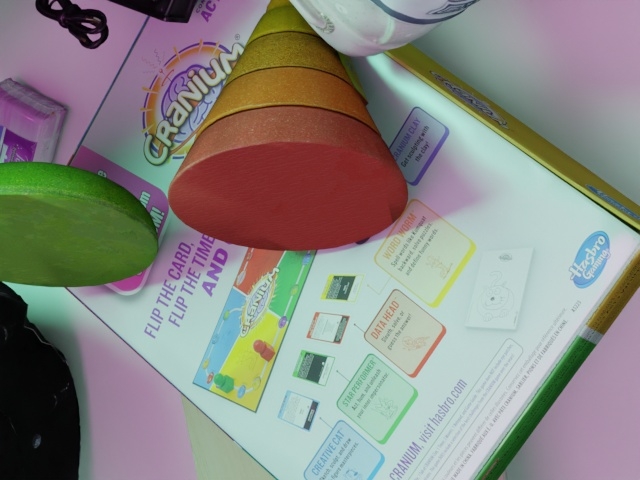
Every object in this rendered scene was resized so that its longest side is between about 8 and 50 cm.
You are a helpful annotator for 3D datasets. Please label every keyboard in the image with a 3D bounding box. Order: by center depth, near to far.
[{"bbox_3d":[-0.130,-0.169,0.740,0.180,0.023,0.108,26,93,41],"label":"keyboard"}]

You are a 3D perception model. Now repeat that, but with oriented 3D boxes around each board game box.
[{"bbox_3d":[0.000,0.000,0.712,0.316,0.064,0.242,39,109,20],"label":"board game box"}]

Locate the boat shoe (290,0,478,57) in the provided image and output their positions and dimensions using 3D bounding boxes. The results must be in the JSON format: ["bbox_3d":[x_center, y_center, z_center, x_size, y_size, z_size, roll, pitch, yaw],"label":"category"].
[{"bbox_3d":[-0.061,-0.244,0.609,0.367,0.136,0.156,50,148,-7],"label":"boat shoe"}]

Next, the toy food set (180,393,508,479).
[{"bbox_3d":[0.024,0.093,0.817,0.219,0.092,0.306,-4,102,27],"label":"toy food set"}]

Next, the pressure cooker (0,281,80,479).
[{"bbox_3d":[-0.435,0.168,0.897,0.420,0.370,0.375,11,159,21],"label":"pressure cooker"}]

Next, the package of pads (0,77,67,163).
[{"bbox_3d":[-0.213,-0.067,0.878,0.050,0.032,0.083,30,122,12],"label":"package of pads"}]

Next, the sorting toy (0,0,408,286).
[{"bbox_3d":[-0.129,-0.054,0.688,0.365,0.127,0.126,-9,65,22],"label":"sorting toy"}]
